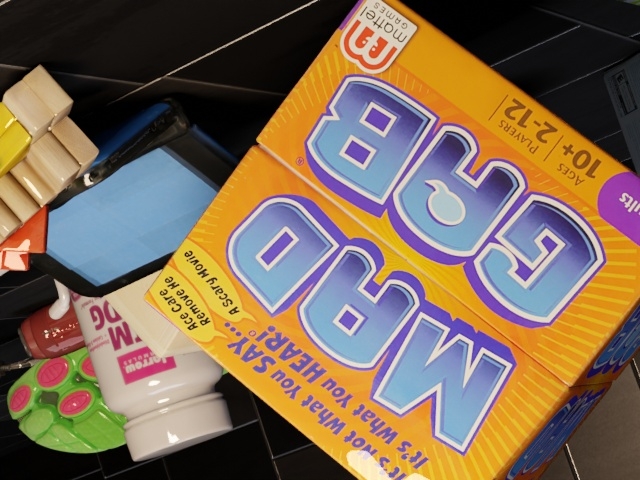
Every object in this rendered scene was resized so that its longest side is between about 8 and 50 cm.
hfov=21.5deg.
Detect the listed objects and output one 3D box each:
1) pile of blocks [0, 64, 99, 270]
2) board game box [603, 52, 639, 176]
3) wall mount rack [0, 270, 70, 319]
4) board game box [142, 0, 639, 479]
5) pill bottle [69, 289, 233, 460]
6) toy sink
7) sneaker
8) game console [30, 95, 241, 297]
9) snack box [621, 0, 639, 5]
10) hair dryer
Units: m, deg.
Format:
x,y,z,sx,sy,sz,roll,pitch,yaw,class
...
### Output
x,y,z,sx,sy,sz,roll,pitch,yaw,class
-0.317,0.007,1.462,0.362,0.112,0.149,-42,180,32,pile of blocks
0.510,-0.168,2.074,0.098,0.224,0.303,-11,169,-35,board game box
-0.455,0.096,1.968,0.350,0.130,0.304,-11,168,-37,wall mount rack
0.122,0.029,1.620,0.356,0.356,0.356,-53,165,6,board game box
-0.218,0.127,2.153,0.160,0.283,0.160,-19,171,-3,pill bottle
-0.170,0.000,1.896,0.153,0.234,0.131,-6,135,-52,toy sink
-0.262,0.190,2.676,0.483,0.185,0.202,-25,-177,-1,sneaker
-0.225,-0.003,1.658,0.293,0.173,0.250,-25,-166,31,game console
0.359,-0.281,1.675,0.141,0.037,0.100,-24,171,29,snack box
-0.384,0.122,2.548,0.294,0.080,0.223,-18,-171,33,hair dryer
